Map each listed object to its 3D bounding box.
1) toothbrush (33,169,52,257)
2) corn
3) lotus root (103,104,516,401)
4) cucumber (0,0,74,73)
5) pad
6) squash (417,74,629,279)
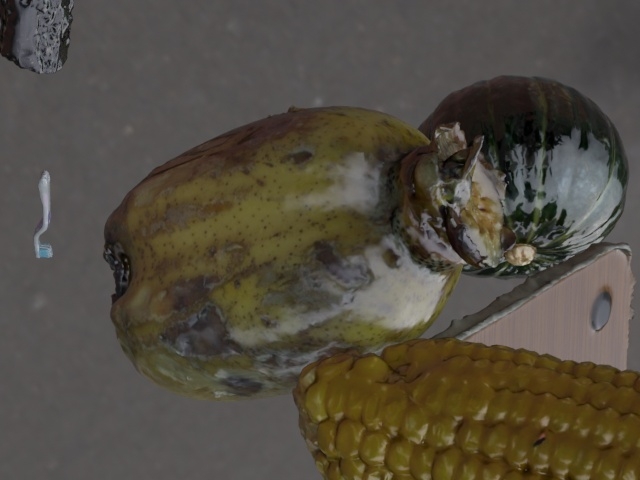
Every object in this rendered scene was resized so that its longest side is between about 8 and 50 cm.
[{"bbox_3d":[-0.186,-0.016,1.317,0.013,0.011,0.131,5,156,-6],"label":"toothbrush"},{"bbox_3d":[0.109,0.091,0.714,0.097,0.262,0.097,-38,136,-50],"label":"corn"},{"bbox_3d":[0.002,0.001,1.038,0.278,0.154,0.154,-20,160,36],"label":"lotus root"},{"bbox_3d":[-0.219,-0.267,1.510,0.072,0.072,0.300,-18,134,-30],"label":"cucumber"},{"bbox_3d":[0.102,0.165,1.119,0.284,0.018,0.286,-26,123,-49],"label":"pad"},{"bbox_3d":[0.180,-0.057,1.837,0.218,0.172,0.218,-12,158,-5],"label":"squash"}]
